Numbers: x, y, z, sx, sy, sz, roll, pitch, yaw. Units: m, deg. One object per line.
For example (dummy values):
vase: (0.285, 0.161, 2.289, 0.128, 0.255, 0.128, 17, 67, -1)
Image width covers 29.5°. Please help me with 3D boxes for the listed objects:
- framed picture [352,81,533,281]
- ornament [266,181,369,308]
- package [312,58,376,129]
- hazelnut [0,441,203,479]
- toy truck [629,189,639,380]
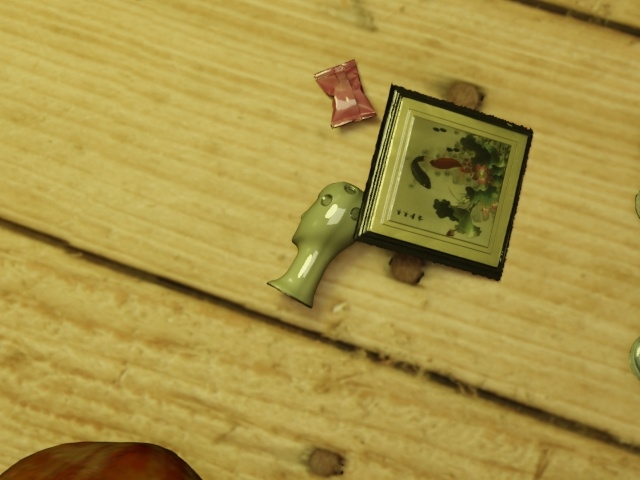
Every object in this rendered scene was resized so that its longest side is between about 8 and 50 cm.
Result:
framed picture: (0.151, -0.068, 1.455, 0.195, 0.010, 0.199, 15, 83, -12)
ornament: (0.000, 0.000, 1.458, 0.081, 0.075, 0.156, 29, 86, 29)
package: (0.029, -0.180, 1.504, 0.059, 0.029, 0.083, -18, 72, -2)
hazelnut: (-0.245, 0.394, 1.309, 0.366, 0.366, 0.366, -1, 82, 5)
toy truck: (0.479, 0.004, 1.370, 0.207, 0.173, 0.387, 7, 80, -3)
